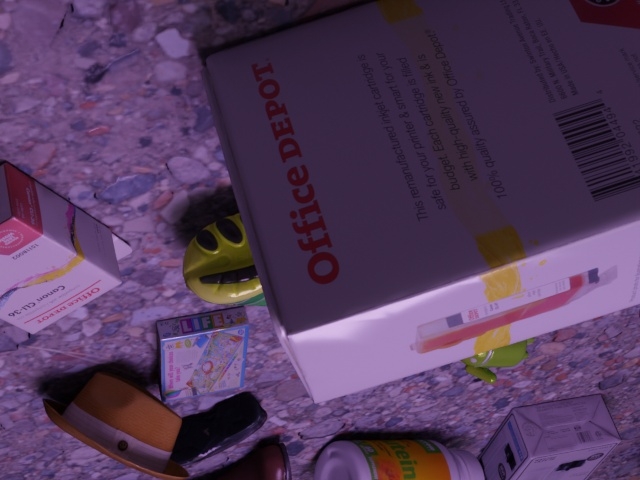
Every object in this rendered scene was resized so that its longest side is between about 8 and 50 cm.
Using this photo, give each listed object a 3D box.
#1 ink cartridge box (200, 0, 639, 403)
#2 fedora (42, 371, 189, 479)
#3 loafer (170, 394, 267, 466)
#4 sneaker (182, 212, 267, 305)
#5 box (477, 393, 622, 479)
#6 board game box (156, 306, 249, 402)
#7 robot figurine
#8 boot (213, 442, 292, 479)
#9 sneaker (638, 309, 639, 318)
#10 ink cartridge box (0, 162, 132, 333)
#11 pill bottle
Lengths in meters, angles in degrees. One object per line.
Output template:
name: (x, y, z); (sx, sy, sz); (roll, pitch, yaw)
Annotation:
ink cartridge box: (0.125, -0.065, 0.957); (0.384, 0.279, 0.160); (-17, 150, -1)
fedora: (-0.227, 0.210, 1.356); (0.194, 0.194, 0.079); (36, 80, -52)
loafer: (-0.147, 0.261, 1.524); (0.170, 0.062, 0.061); (-22, 153, 9)
sneaker: (0.000, 0.000, 1.182); (0.295, 0.109, 0.123); (-11, 170, -15)
box: (0.355, 0.370, 1.911); (0.169, 0.087, 0.290); (-7, 146, -17)
board game box: (-0.140, 0.136, 1.366); (0.103, 0.026, 0.154); (-9, 147, -14)
robot figurine: (0.220, 0.130, 1.497); (0.115, 0.067, 0.101); (5, 114, -32)
boot: (-0.202, 0.367, 1.646); (0.280, 0.096, 0.264); (7, 146, -29)
sneaker: (0.544, 0.096, 1.589); (0.252, 0.103, 0.111); (-3, 141, -34)
ink cartridge box: (-0.269, 0.019, 1.085); (0.115, 0.067, 0.198); (-29, 147, 16)
pill bottle: (0.124, 0.369, 1.748); (0.245, 0.136, 0.136); (5, 141, -33)
